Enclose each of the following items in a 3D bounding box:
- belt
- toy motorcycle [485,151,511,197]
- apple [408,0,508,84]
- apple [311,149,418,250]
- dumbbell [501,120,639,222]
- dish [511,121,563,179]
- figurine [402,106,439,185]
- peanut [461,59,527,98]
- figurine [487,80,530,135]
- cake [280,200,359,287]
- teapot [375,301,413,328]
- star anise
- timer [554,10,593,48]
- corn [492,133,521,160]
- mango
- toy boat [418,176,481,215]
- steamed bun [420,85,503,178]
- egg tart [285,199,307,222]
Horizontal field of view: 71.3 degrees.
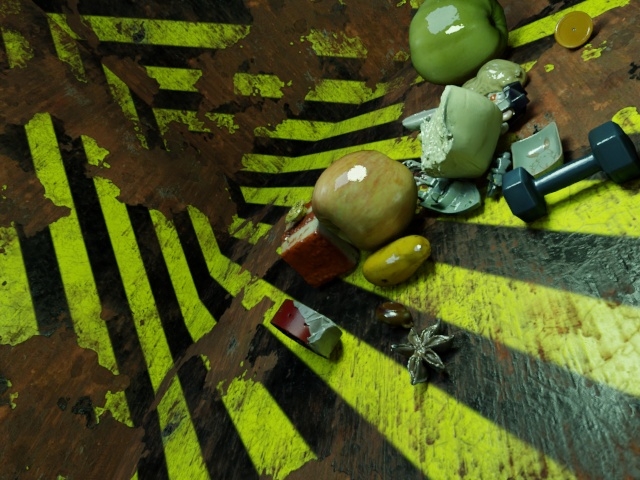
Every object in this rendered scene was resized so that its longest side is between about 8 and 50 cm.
[{"bbox_3d":[-0.045,0.312,1.576,0.115,0.227,0.324,-58,24,-15],"label":"belt"},{"bbox_3d":[0.595,-0.233,1.488,0.124,0.061,0.193,103,-168,-49],"label":"toy motorcycle"},{"bbox_3d":[0.666,-0.985,2.168,0.473,0.473,0.474,-39,24,21],"label":"apple"},{"bbox_3d":[0.172,-0.157,1.673,0.346,0.391,0.391,-53,22,-2],"label":"apple"},{"bbox_3d":[0.664,-0.176,1.205,0.325,0.160,0.144,-29,-2,36],"label":"dumbbell"},{"bbox_3d":[0.683,-0.255,1.391,0.151,0.077,0.212,-30,28,40],"label":"dish"},{"bbox_3d":[0.413,-0.346,1.802,0.284,0.316,0.206,-20,16,14],"label":"figurine"},{"bbox_3d":[0.728,-0.678,1.913,0.143,0.159,0.291,-30,11,-33],"label":"peanut"},{"bbox_3d":[0.660,-0.471,1.704,0.308,0.143,0.308,-30,46,37],"label":"figurine"},{"bbox_3d":[0.000,0.000,1.950,0.270,0.269,0.319,-34,25,30],"label":"cake"},{"bbox_3d":[0.232,0.243,1.398,0.098,0.078,0.129,-15,17,-37],"label":"teapot"},{"bbox_3d":[0.290,0.298,1.213,0.172,0.063,0.208,-41,19,4],"label":"star anise"},{"bbox_3d":[0.984,-0.820,1.762,0.132,0.132,0.152,-37,1,24],"label":"timer"},{"bbox_3d":[0.619,-0.323,1.624,0.231,0.080,0.080,-16,37,55],"label":"corn"},{"bbox_3d":[0.270,0.073,1.546,0.295,0.120,0.177,-24,24,42],"label":"mango"},{"bbox_3d":[0.466,-0.159,1.601,0.141,0.092,0.319,-55,24,0],"label":"toy boat"},{"bbox_3d":[0.469,-0.360,1.504,0.272,0.273,0.290,7,-88,-78],"label":"steamed bun"},{"bbox_3d":[-0.100,-0.117,1.911,0.129,0.049,0.129,-43,21,21],"label":"egg tart"}]
